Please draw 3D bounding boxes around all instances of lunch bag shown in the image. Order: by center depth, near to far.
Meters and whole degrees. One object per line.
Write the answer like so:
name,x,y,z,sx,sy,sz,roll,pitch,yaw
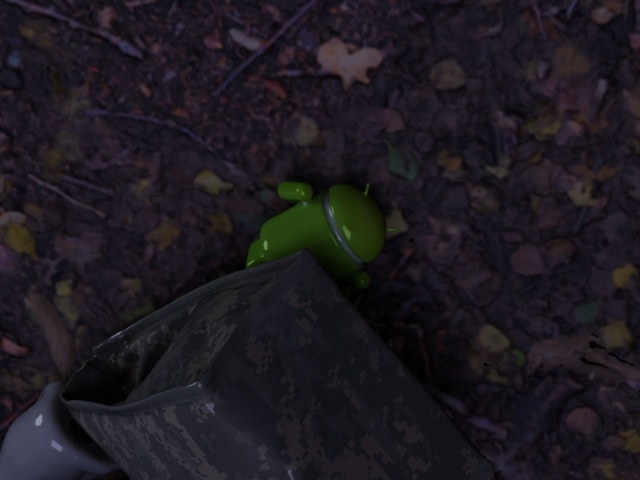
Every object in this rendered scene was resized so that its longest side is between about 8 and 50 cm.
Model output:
lunch bag,-0.053,0.158,0.932,0.235,0.169,0.287,50,144,-16

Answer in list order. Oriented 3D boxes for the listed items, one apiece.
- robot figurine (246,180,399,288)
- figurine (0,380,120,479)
robot figurine,0.000,0.000,0.926,0.115,0.067,0.101,-28,111,17
figurine,-0.262,0.255,1.003,0.209,0.214,0.092,-36,133,21
